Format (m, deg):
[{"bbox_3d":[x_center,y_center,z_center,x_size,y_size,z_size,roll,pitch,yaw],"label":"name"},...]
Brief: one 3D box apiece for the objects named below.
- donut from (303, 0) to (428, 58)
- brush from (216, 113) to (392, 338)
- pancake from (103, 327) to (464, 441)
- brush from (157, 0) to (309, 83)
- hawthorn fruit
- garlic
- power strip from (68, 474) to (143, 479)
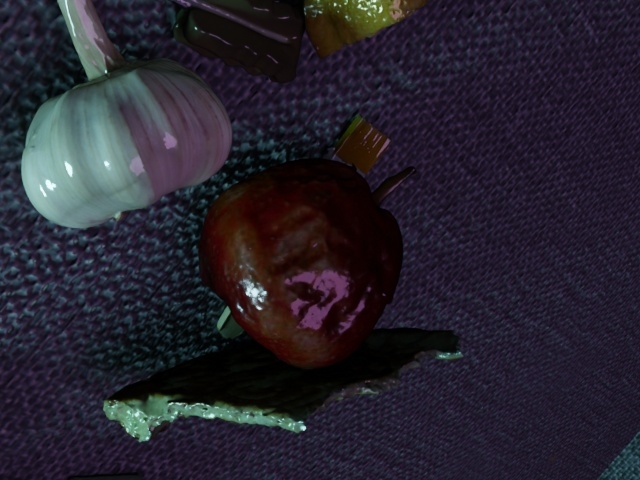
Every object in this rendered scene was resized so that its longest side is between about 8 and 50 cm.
[{"bbox_3d":[0.100,-0.324,0.854,0.295,0.112,0.151,-42,123,-27],"label":"donut"},{"bbox_3d":[-0.030,-0.009,1.068,0.085,0.020,0.336,29,101,-47],"label":"brush"},{"bbox_3d":[-0.026,0.169,1.015,0.427,0.305,0.067,-11,98,-47],"label":"pancake"},{"bbox_3d":[-0.143,-0.232,0.791,0.301,0.071,0.084,15,94,-35],"label":"brush"},{"bbox_3d":[0.000,0.000,0.953,0.266,0.210,0.230,-44,94,-8],"label":"hawthorn fruit"},{"bbox_3d":[-0.200,-0.133,0.757,0.199,0.199,0.226,-28,110,-20],"label":"garlic"},{"bbox_3d":[-0.306,0.347,1.092,0.175,0.042,0.075,13,111,-42],"label":"power strip"}]
